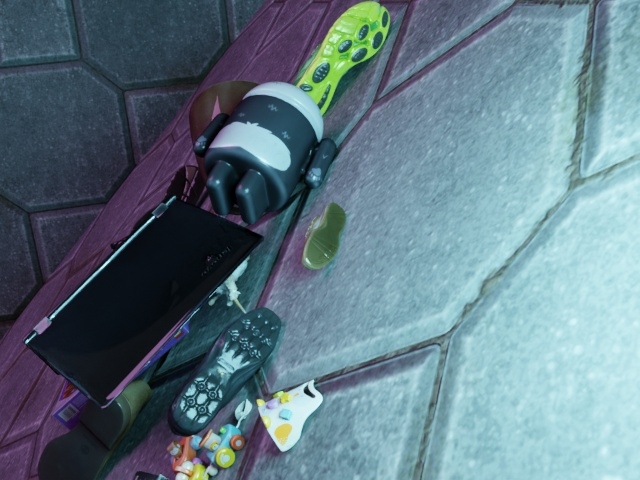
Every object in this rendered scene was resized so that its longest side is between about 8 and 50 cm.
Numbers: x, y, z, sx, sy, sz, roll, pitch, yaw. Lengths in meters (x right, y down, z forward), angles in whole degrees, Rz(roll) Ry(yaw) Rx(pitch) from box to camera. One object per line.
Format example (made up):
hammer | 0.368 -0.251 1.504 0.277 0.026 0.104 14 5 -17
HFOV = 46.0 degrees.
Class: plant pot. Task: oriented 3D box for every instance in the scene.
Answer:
plant pot | -0.168 -0.171 1.554 0.215 0.215 0.230 -37 41 35

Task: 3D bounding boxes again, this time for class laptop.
laptop | -0.320 0.131 1.411 0.382 0.236 0.408 -48 -10 -21

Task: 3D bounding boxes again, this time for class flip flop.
flip flop | -0.389 -0.071 1.957 0.277 0.112 0.080 -59 -3 -10

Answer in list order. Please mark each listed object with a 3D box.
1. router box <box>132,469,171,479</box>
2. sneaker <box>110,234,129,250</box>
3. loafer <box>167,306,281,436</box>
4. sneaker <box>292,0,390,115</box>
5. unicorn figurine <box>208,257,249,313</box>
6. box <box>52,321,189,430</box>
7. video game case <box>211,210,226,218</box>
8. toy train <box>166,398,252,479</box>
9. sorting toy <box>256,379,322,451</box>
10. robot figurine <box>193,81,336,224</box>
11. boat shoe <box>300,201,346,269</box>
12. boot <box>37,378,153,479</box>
router box | -0.256 0.389 1.060 0.092 0.038 0.122 -18 41 56
sneaker | -0.421 0.084 1.685 0.281 0.163 0.106 -59 22 -15
loafer | -0.137 0.181 1.062 0.223 0.076 0.078 -50 3 -35
sneaker | 0.023 -0.383 1.581 0.295 0.109 0.123 -49 26 11
unicorn figurine | -0.165 0.073 1.329 0.111 0.060 0.161 -38 28 42
box | -0.377 0.215 1.463 0.293 0.057 0.201 -41 18 5
video game case | -0.223 -0.073 1.732 0.122 0.011 0.087 -45 24 18
toy train | -0.166 0.281 1.034 0.166 0.046 0.125 -42 24 25
sorting toy | -0.034 0.201 0.916 0.075 0.044 0.083 -33 22 -3
robot figurine | -0.104 -0.162 1.377 0.174 0.209 0.278 -29 29 52
boat shoe | 0.000 0.000 1.134 0.045 0.050 0.135 -37 17 42
boot | -0.402 0.361 1.361 0.305 0.112 0.115 -48 -9 25
